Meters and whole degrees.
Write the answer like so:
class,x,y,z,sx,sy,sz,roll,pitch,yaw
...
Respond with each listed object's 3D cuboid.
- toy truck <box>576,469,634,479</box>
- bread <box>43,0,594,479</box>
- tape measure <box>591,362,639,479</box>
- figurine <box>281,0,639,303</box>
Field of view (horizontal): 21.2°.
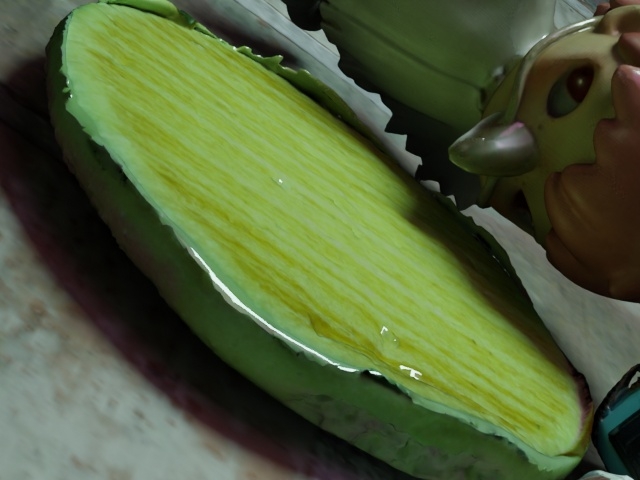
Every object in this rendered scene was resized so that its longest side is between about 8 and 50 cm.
class,x,y,z,sx,sy,sz,roll,pitch,yaw
toy truck,0.163,0.190,0.562,0.270,0.114,0.135,34,17,-23
bread,-0.003,-0.004,0.751,0.301,0.045,0.301,37,20,-16
tape measure,0.181,0.119,0.765,0.146,0.081,0.125,54,13,13
figurine,0.128,-0.058,0.850,0.166,0.207,0.387,-17,48,-39
